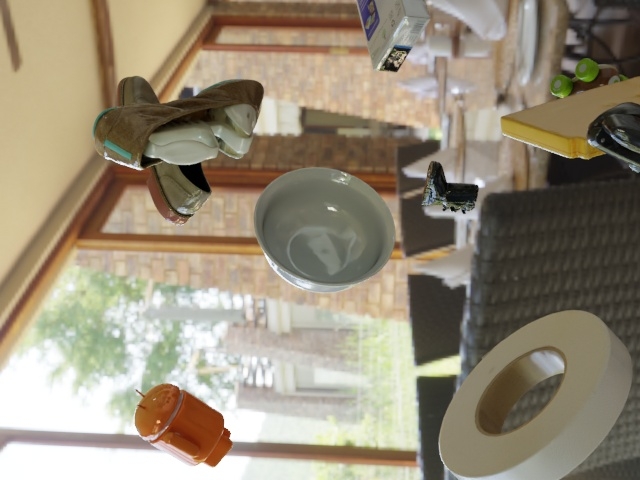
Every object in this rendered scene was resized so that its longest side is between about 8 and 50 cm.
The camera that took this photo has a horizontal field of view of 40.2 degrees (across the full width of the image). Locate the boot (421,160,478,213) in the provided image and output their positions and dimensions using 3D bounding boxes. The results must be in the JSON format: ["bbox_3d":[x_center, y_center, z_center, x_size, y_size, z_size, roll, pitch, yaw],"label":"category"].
[{"bbox_3d":[0.244,-0.099,1.625,0.121,0.099,0.045,94,-176,-54],"label":"boot"}]

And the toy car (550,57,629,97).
[{"bbox_3d":[0.655,-0.309,2.079,0.149,0.155,0.188,-32,54,45],"label":"toy car"}]

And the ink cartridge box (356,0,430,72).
[{"bbox_3d":[0.131,-0.526,1.802,0.165,0.065,0.333,124,140,-54],"label":"ink cartridge box"}]

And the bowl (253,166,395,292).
[{"bbox_3d":[0.000,0.000,1.849,0.134,0.297,0.298,108,168,-56],"label":"bowl"}]

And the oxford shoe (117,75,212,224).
[{"bbox_3d":[-0.318,-0.213,1.844,0.123,0.130,0.348,-10,-109,-55],"label":"oxford shoe"}]

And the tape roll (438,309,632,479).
[{"bbox_3d":[0.380,0.291,1.585,0.392,0.072,0.392,-43,13,12],"label":"tape roll"}]

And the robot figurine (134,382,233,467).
[{"bbox_3d":[-0.284,0.372,1.774,0.128,0.219,0.158,-35,26,42],"label":"robot figurine"}]

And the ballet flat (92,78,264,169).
[{"bbox_3d":[-0.186,-0.172,1.363,0.342,0.124,0.116,-19,-42,-46],"label":"ballet flat"}]

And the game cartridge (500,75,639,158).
[{"bbox_3d":[0.543,-0.230,1.628,0.285,0.323,0.053,-134,28,-67],"label":"game cartridge"}]

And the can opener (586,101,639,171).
[{"bbox_3d":[0.348,-0.082,0.865,0.073,0.186,0.059,-87,23,-47],"label":"can opener"}]
